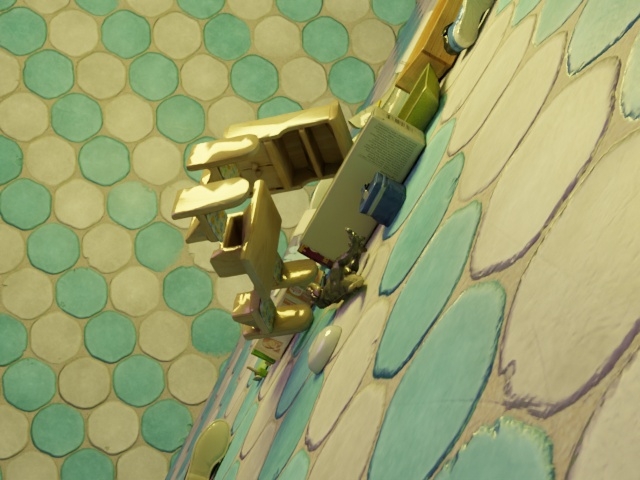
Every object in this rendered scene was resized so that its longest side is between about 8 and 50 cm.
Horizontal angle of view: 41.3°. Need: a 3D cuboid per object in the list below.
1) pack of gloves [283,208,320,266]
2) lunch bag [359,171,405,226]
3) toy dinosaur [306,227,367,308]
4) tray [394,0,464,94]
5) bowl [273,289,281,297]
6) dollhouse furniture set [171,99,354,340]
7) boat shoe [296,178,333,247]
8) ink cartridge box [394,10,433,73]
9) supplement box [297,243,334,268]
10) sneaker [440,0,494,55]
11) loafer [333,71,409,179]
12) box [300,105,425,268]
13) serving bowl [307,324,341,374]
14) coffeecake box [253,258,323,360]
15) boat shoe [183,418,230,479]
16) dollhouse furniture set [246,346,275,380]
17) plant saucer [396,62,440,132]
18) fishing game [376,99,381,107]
[{"bbox_3d":[0.000,0.000,2.077,0.232,0.046,0.195,-11,46,55],"label":"pack of gloves"},{"bbox_3d":[0.100,-0.074,1.425,0.067,0.065,0.098,-60,6,17],"label":"lunch bag"},{"bbox_3d":[0.042,0.050,1.399,0.268,0.064,0.118,143,148,-74],"label":"toy dinosaur"},{"bbox_3d":[0.300,-0.513,1.794,0.411,0.076,0.203,-62,5,-15],"label":"tray"},{"bbox_3d":[-0.069,0.095,2.315,0.142,0.053,0.142,-63,5,-23],"label":"bowl"},{"bbox_3d":[-0.072,-0.071,1.682,0.394,0.256,0.362,-84,-22,-45],"label":"dollhouse furniture set"},{"bbox_3d":[0.005,-0.062,2.251,0.088,0.096,0.268,148,142,-71],"label":"boat shoe"},{"bbox_3d":[0.269,-0.516,2.249,0.189,0.066,0.232,-60,1,10],"label":"ink cartridge box"},{"bbox_3d":[-0.002,0.020,1.853,0.055,0.083,0.043,-62,5,-8],"label":"supplement box"},{"bbox_3d":[0.273,-0.416,1.595,0.084,0.058,0.152,-27,41,67],"label":"sneaker"},{"bbox_3d":[0.122,-0.277,2.067,0.319,0.111,0.112,-62,5,-4],"label":"loafer"},{"bbox_3d":[0.076,-0.095,1.540,0.275,0.113,0.094,-58,5,21],"label":"box"},{"bbox_3d":[0.001,0.166,1.324,0.083,0.027,0.083,-60,4,7],"label":"serving bowl"},{"bbox_3d":[-0.071,0.154,1.906,0.185,0.068,0.142,-60,5,21],"label":"coffeecake box"},{"bbox_3d":[-0.269,0.509,1.950,0.206,0.075,0.065,-68,10,-21],"label":"boat shoe"},{"bbox_3d":[-0.146,0.283,2.022,0.076,0.058,0.152,-63,5,-22],"label":"dollhouse furniture set"},{"bbox_3d":[0.177,-0.231,1.636,0.188,0.045,0.188,-59,5,27],"label":"plant saucer"},{"bbox_3d":[0.109,-0.165,1.779,0.264,0.041,0.189,95,-169,-52],"label":"fishing game"}]
